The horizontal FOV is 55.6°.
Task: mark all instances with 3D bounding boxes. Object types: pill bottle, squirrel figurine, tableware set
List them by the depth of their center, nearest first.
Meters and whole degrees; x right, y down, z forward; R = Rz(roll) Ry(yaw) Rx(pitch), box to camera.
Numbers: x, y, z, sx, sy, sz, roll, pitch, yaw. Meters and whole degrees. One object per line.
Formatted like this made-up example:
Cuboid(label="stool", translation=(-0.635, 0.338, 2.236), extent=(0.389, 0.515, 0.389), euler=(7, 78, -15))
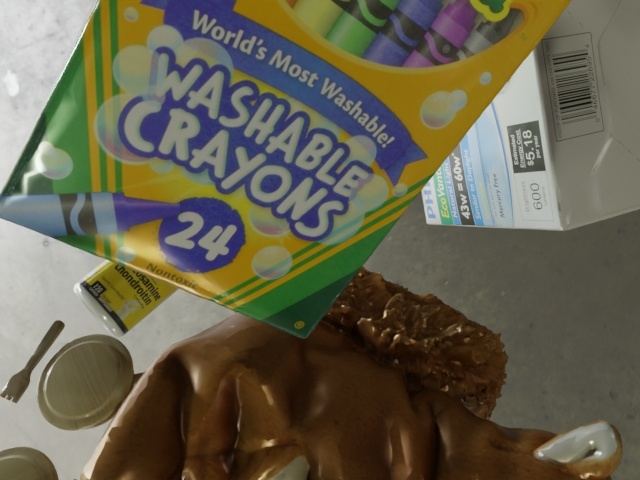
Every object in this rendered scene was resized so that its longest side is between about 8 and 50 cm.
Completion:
Cuboid(label="tableware set", translation=(-0.223, 0.171, 0.510), extent=(0.128, 0.194, 0.039), euler=(18, 151, 20))
Cuboid(label="squirrel figurine", translation=(0.071, 0.169, 0.563), extent=(0.370, 0.397, 0.281), euler=(3, 131, 18))
Cuboid(label="pill bottle", translation=(-0.266, 0.050, 0.915), extent=(0.103, 0.184, 0.103), euler=(38, 155, 21))

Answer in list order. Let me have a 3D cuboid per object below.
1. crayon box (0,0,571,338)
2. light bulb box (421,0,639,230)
Cuboid(label="crayon box", translation=(-0.008, -0.113, 0.334), extent=(0.203, 0.083, 0.323), euler=(26, 111, -27))
Cuboid(label="light bulb box", translation=(0.324, -0.213, 0.986), extent=(0.361, 0.225, 0.358), euler=(-174, 72, -69))
